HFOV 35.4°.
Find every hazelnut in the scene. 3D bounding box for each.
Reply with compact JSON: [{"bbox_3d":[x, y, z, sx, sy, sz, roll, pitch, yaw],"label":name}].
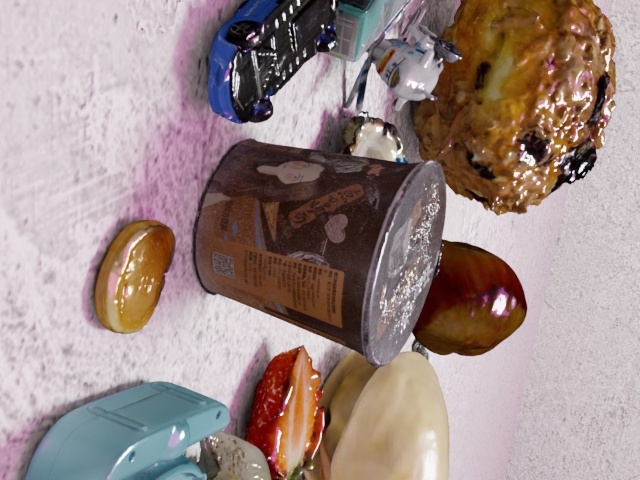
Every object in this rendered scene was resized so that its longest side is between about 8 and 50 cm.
[{"bbox_3d":[0.244,0.094,1.762,0.251,0.217,0.217,20,86,-46],"label":"hazelnut"}]

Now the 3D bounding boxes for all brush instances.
[{"bbox_3d":[0.203,0.258,2.002,0.034,0.027,0.190,-57,154,-34],"label":"brush"}]

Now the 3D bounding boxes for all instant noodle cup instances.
[{"bbox_3d":[0.000,0.000,1.029,0.217,0.207,0.218,15,90,-70],"label":"instant noodle cup"}]

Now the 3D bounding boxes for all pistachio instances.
[{"bbox_3d":[0.087,0.320,1.493,0.238,0.229,0.321,12,83,-44],"label":"pistachio"}]

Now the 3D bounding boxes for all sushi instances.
[{"bbox_3d":[-0.085,0.301,1.114,0.134,0.109,0.273,-89,-176,-60],"label":"sushi"}]

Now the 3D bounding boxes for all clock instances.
[{"bbox_3d":[-0.183,0.275,0.920,0.223,0.094,0.274,-13,116,-66],"label":"clock"}]

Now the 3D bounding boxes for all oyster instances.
[{"bbox_3d":[0.062,-0.064,1.325,0.259,0.092,0.198,14,92,-61],"label":"oyster"}]

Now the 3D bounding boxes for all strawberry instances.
[{"bbox_3d":[-0.049,0.218,1.249,0.146,0.082,0.187,-22,119,-71],"label":"strawberry"}]

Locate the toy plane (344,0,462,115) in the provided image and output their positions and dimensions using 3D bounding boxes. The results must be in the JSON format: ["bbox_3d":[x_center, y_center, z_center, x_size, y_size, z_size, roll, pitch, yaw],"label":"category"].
[{"bbox_3d":[0.114,-0.223,1.270,0.182,0.107,0.273,-58,178,8],"label":"toy plane"}]

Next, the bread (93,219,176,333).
[{"bbox_3d":[-0.163,0.033,0.889,0.110,0.024,0.110,15,90,-69],"label":"bread"}]

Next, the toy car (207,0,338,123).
[{"bbox_3d":[-0.049,-0.197,0.962,0.216,0.063,0.103,-51,150,-34],"label":"toy car"}]

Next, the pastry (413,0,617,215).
[{"bbox_3d":[0.294,-0.202,1.531,0.337,0.292,0.405,-56,163,-15],"label":"pastry"}]

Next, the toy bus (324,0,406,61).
[{"bbox_3d":[0.066,-0.311,1.146,0.262,0.091,0.109,-53,162,-41],"label":"toy bus"}]
